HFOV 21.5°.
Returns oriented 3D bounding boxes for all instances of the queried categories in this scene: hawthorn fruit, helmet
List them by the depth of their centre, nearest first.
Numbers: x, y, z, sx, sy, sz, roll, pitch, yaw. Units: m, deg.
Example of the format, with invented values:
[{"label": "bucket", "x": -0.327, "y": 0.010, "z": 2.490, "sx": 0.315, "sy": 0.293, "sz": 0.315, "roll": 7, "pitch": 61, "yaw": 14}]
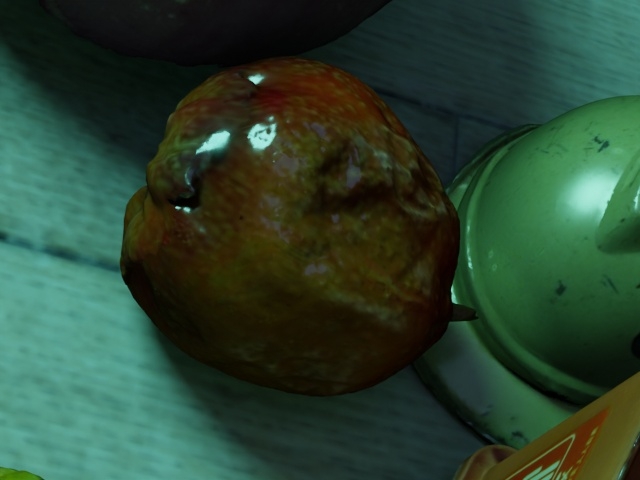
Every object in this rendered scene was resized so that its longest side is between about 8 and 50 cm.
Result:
[{"label": "hawthorn fruit", "x": -0.014, "y": -0.004, "z": 0.869, "sx": 0.173, "sy": 0.173, "sz": 0.179, "roll": -33, "pitch": 76, "yaw": -33}, {"label": "helmet", "x": 0.176, "y": -0.002, "z": 0.954, "sx": 0.257, "sy": 0.137, "sz": 0.204, "roll": -36, "pitch": 79, "yaw": -34}]

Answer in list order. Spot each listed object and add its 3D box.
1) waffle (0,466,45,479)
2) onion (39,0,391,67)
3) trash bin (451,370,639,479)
[{"label": "waffle", "x": -0.170, "y": 0.214, "z": 0.742, "sx": 0.291, "sy": 0.051, "sz": 0.291, "roll": 11, "pitch": 56, "yaw": -17}, {"label": "onion", "x": -0.067, "y": -0.290, "z": 0.933, "sx": 0.358, "sy": 0.345, "sz": 0.358, "roll": 21, "pitch": 22, "yaw": -9}, {"label": "trash bin", "x": 0.153, "y": 0.167, "z": 0.783, "sx": 0.184, "sy": 0.238, "sz": 0.161, "roll": 35, "pitch": 55, "yaw": -1}]
